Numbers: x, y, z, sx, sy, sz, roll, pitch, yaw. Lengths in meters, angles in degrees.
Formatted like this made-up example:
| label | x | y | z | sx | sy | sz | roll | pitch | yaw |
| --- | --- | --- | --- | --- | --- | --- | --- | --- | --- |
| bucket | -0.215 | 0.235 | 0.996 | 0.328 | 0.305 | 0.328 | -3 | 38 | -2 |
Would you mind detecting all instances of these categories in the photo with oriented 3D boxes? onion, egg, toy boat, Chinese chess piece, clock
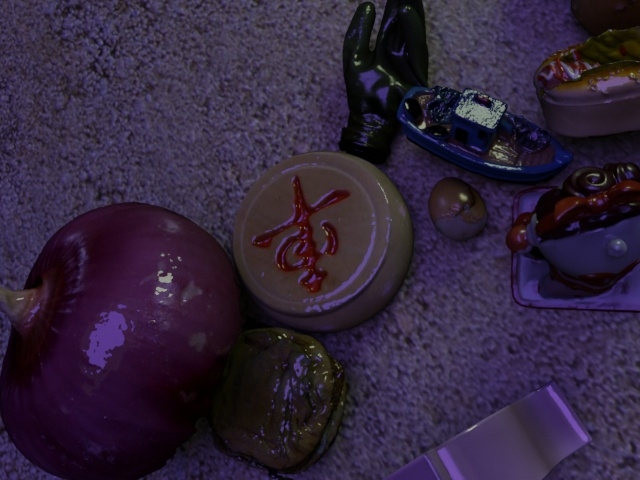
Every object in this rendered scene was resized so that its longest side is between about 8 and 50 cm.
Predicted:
| label | x | y | z | sx | sy | sz | roll | pitch | yaw |
| --- | --- | --- | --- | --- | --- | --- | --- | --- | --- |
| onion | -0.285 | 0.122 | 0.865 | 0.345 | 0.358 | 0.358 | 9 | 78 | -13 |
| egg | 0.174 | -0.043 | 0.873 | 0.071 | 0.071 | 0.083 | -28 | 54 | 13 |
| toy boat | 0.207 | -0.140 | 0.852 | 0.223 | 0.097 | 0.100 | 24 | 64 | 14 |
| Chinese chess piece | 0.000 | 0.000 | 0.913 | 0.251 | 0.097 | 0.250 | -5 | 74 | 19 |
| clock | 0.137 | 0.276 | 0.755 | 0.080 | 0.275 | 0.290 | 60 | 138 | 20 |

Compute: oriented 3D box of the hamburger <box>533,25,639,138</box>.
| label | x | y | z | sx | sy | sz | roll | pitch | yaw |
| --- | --- | --- | --- | --- | --- | --- | --- | --- | --- |
| hamburger | 0.358 | -0.185 | 0.785 | 0.210 | 0.173 | 0.116 | -7 | 99 | 20 |

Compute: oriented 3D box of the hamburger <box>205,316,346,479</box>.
| label | x | y | z | sx | sy | sz | roll | pitch | yaw |
| --- | --- | --- | --- | --- | --- | --- | --- | --- | --- |
| hamburger | -0.056 | 0.208 | 0.883 | 0.206 | 0.130 | 0.183 | 12 | 79 | 42 |

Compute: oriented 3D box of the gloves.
| label | x | y | z | sx | sy | sz | roll | pitch | yaw |
| --- | --- | --- | --- | --- | --- | --- | --- | --- | --- |
| gloves | 0.091 | -0.240 | 0.935 | 0.135 | 0.107 | 0.268 | 18 | 101 | 19 |

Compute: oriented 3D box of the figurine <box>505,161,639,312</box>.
| label | x | y | z | sx | sy | sz | roll | pitch | yaw |
| --- | --- | --- | --- | --- | --- | --- | --- | --- | --- |
| figurine | 0.292 | -0.015 | 0.734 | 0.183 | 0.226 | 0.160 | -1 | 78 | 21 |

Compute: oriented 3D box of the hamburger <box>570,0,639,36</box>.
| label | x | y | z | sx | sy | sz | roll | pitch | yaw |
| --- | --- | --- | --- | --- | --- | --- | --- | --- | --- |
| hamburger | 0.457 | -0.435 | 0.749 | 0.445 | 0.287 | 0.268 | -30 | 70 | 14 |
